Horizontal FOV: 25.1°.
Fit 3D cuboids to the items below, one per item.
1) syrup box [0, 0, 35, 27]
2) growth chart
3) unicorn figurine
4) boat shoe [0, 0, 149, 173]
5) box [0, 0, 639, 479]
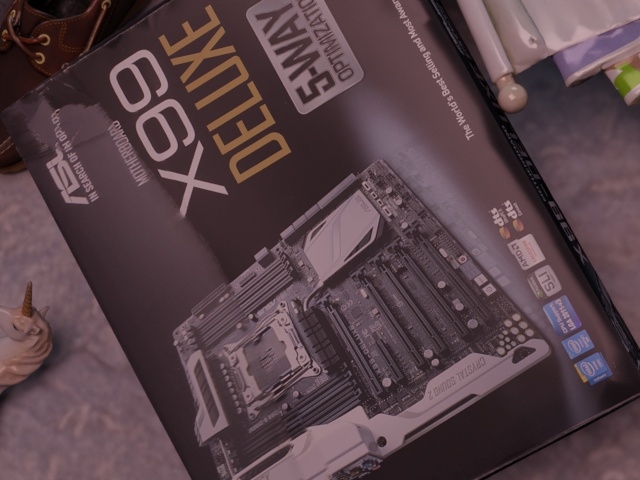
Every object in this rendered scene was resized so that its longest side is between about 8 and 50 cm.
[{"bbox_3d":[-0.224,-0.208,0.945,0.096,0.093,0.237,36,89,22],"label":"syrup box"},{"bbox_3d":[0.180,-0.154,0.759,0.237,0.021,0.172,-17,72,6],"label":"growth chart"},{"bbox_3d":[-0.226,0.089,0.898,0.111,0.060,0.162,14,97,20],"label":"unicorn figurine"},{"bbox_3d":[-0.171,-0.140,0.924,0.073,0.073,0.207,32,89,19],"label":"boat shoe"},{"bbox_3d":[0.000,0.000,0.788,0.242,0.076,0.307,-30,84,14],"label":"box"}]
